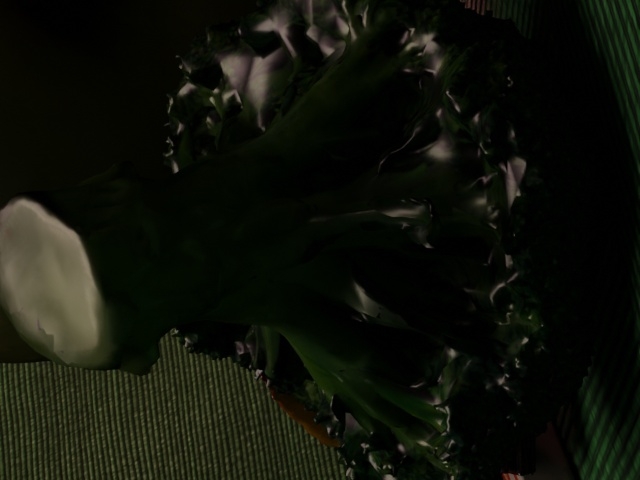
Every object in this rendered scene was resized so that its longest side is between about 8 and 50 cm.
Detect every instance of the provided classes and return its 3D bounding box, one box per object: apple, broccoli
[{"bbox_3d":[-0.206,-0.136,1.067,0.473,0.473,0.474,171,90,-88],"label":"apple"},{"bbox_3d":[0.000,0.000,0.745,0.297,0.297,0.297,22,122,42],"label":"broccoli"}]

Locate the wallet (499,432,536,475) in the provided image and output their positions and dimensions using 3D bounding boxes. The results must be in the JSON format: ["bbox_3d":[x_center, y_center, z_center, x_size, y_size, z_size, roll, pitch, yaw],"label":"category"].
[{"bbox_3d":[0.098,0.025,0.908,0.124,0.042,0.230,149,122,-80],"label":"wallet"}]

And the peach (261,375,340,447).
[{"bbox_3d":[0.036,0.065,1.147,0.196,0.190,0.226,177,89,-81],"label":"peach"}]

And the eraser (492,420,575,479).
[{"bbox_3d":[0.139,0.202,1.008,0.157,0.038,0.230,-104,6,-58],"label":"eraser"}]
